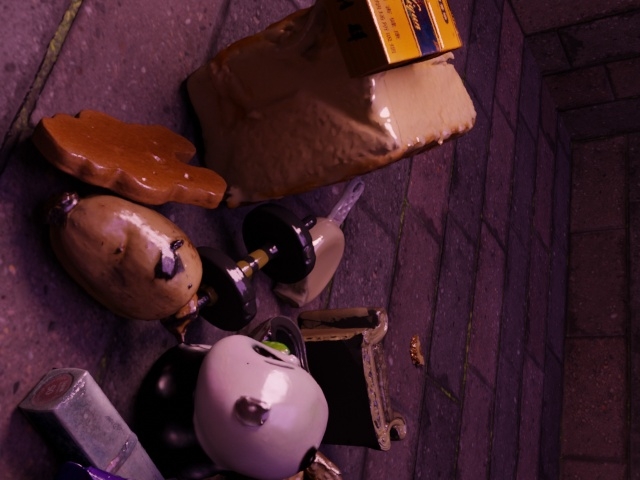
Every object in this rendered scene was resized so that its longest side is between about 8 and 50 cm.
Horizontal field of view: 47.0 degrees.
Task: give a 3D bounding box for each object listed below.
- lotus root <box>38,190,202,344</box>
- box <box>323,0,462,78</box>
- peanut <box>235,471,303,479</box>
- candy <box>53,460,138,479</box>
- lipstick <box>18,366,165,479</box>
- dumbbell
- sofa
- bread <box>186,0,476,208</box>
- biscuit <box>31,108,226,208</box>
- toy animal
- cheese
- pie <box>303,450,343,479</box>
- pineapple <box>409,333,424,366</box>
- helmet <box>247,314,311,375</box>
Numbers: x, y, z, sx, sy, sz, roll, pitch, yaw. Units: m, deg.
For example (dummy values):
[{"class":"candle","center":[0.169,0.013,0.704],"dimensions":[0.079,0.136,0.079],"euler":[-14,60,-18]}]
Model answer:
[{"class":"lotus root","center":[-0.247,0.022,0.974],"dimensions":[0.257,0.155,0.140],"euler":[46,54,-33]},{"class":"box","center":[0.098,-0.314,1.003],"dimensions":[0.237,0.070,0.152],"euler":[-28,100,-50]},{"class":"peanut","center":[-0.095,0.400,1.150],"dimensions":[0.110,0.196,0.233],"euler":[25,52,-8]},{"class":"candy","center":[-0.211,0.352,0.914],"dimensions":[0.275,0.145,0.070],"euler":[22,20,-24]},{"class":"lipstick","center":[-0.271,0.293,0.959],"dimensions":[0.289,0.078,0.076],"euler":[65,36,-29]},{"class":"dumbbell","center":[-0.113,0.040,1.163],"dimensions":[0.325,0.143,0.143],"euler":[-38,117,-39]},{"class":"sofa","center":[0.058,0.255,1.380],"dimensions":[0.182,0.200,0.258],"euler":[-17,98,-55]},{"class":"bread","center":[0.018,-0.235,1.246],"dimensions":[0.371,0.390,0.279],"euler":[-22,94,-54]},{"class":"biscuit","center":[-0.257,-0.110,1.005],"dimensions":[0.295,0.186,0.044],"euler":[6,124,-56]},{"class":"toy animal","center":[-0.117,0.232,1.047],"dimensions":[0.213,0.267,0.212],"euler":[29,55,-50]},{"class":"cheese","center":[0.007,0.004,1.362],"dimensions":[0.249,0.071,0.163],"euler":[-48,154,-21]},{"class":"pie","center":[-0.014,0.411,1.259],"dimensions":[0.046,0.195,0.195],"euler":[-37,118,-31]},{"class":"pineapple","center":[0.239,0.279,1.835],"dimensions":[0.045,0.019,0.083],"euler":[-23,103,-63]},{"class":"helmet","center":[-0.089,0.222,1.244],"dimensions":[0.153,0.107,0.176],"euler":[55,23,-33]}]
